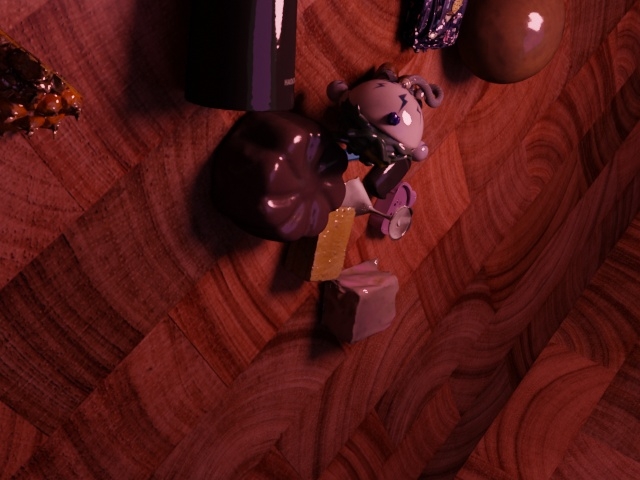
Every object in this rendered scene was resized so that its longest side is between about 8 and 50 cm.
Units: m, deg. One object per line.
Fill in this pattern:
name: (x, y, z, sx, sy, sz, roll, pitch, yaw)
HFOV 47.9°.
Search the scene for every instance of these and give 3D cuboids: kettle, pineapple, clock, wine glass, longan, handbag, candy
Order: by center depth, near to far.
pineapple: (-0.448, -0.214, 1.051, 0.139, 0.164, 0.250, -52, 145, -4)
kettle: (-0.115, -0.404, 1.308, 0.262, 0.203, 0.307, -14, 118, -43)
handbag: (0.287, -0.586, 1.755, 0.162, 0.113, 0.260, -12, 127, -39)
wine glass: (0.135, -0.076, 1.810, 0.122, 0.183, 0.122, -26, 128, -39)
longan: (0.502, -0.561, 1.897, 0.297, 0.297, 0.297, -28, 130, -39)
candy: (0.106, 0.164, 1.955, 0.195, 0.137, 0.184, -15, 122, -43)
clock: (0.200, -0.091, 1.988, 0.110, 0.050, 0.152, 22, 93, -53)

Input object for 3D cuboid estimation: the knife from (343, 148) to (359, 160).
knife: (0.082, -0.220, 1.794, 0.297, 0.026, 0.044, -15, 119, -42)

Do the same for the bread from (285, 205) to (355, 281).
bread: (0.000, 0.000, 1.759, 0.138, 0.102, 0.196, -3, 110, -52)

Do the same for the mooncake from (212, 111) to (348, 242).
mooncake: (-0.076, -0.135, 1.551, 0.306, 0.154, 0.306, -29, 131, -41)

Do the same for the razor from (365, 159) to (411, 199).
razor: (0.182, -0.181, 1.911, 0.148, 0.054, 0.090, -49, 137, -20)

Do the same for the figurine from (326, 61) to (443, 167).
figurine: (0.134, -0.283, 1.599, 0.382, 0.261, 0.186, -71, -177, -61)
